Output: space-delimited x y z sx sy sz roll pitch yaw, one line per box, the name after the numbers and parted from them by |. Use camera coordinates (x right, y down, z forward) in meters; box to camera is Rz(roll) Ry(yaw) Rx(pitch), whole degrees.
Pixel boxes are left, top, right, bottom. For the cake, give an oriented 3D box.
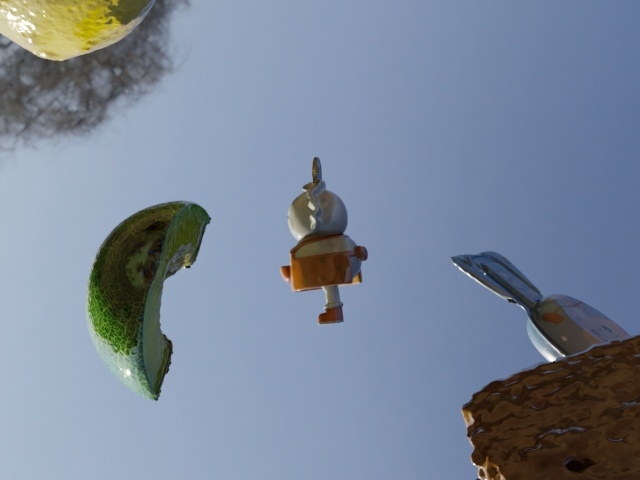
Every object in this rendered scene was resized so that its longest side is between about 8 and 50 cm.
0.225 0.227 0.663 0.198 0.293 0.196 -18 -156 -3 | cake

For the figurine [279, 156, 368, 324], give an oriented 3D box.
0.010 0.002 1.644 0.143 0.143 0.271 7 -92 53 | figurine

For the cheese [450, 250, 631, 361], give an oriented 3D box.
0.246 0.086 1.023 0.244 0.135 0.052 41 -68 26 | cheese

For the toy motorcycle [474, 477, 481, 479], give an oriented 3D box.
0.255 0.403 1.469 0.215 0.122 0.080 -8 178 -23 | toy motorcycle

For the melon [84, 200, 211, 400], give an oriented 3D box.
-0.241 0.048 1.278 0.129 0.169 0.265 11 -112 9 | melon

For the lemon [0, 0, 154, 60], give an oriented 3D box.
-0.293 -0.348 1.160 0.260 0.260 0.284 -52 -169 -17 | lemon
